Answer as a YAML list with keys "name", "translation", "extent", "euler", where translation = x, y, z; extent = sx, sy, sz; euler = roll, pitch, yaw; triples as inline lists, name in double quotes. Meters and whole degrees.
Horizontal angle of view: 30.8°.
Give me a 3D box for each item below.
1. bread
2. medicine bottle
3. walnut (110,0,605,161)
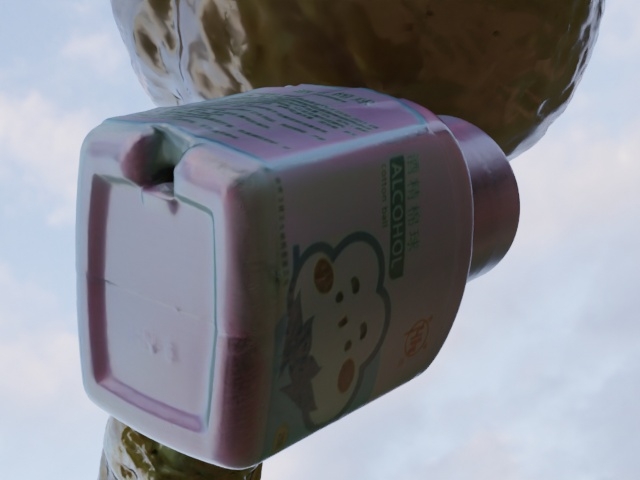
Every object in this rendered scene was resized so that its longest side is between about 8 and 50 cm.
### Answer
- name: "bread"
  translation: [-0.132, 0.225, 1.070]
  extent: [0.152, 0.130, 0.267]
  euler: [15, -45, -1]
- name: "medicine bottle"
  translation: [0.000, 0.000, 0.468]
  extent: [0.188, 0.094, 0.119]
  euler: [-20, -61, -49]
- name: "walnut"
  translation: [0.025, -0.173, 0.680]
  extent: [0.333, 0.333, 0.332]
  euler: [-17, -43, -17]
